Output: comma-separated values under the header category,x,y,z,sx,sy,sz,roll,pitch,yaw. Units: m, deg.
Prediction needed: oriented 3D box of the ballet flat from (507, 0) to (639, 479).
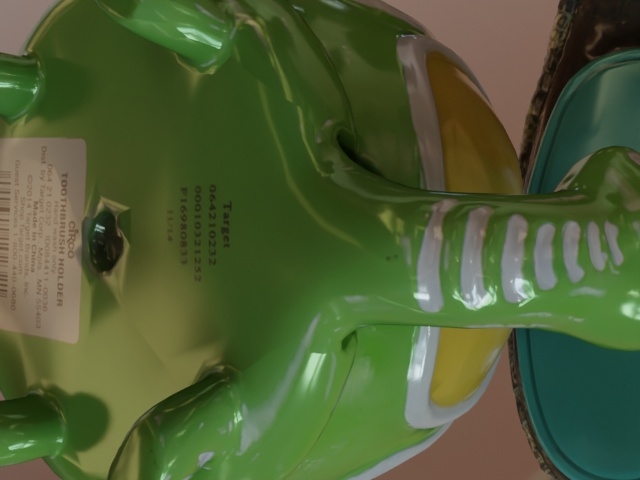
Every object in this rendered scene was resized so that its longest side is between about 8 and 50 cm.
category,x,y,z,sx,sy,sz,roll,pitch,yaw
ballet flat,0.194,-0.107,0.723,0.164,0.182,0.483,3,-92,21

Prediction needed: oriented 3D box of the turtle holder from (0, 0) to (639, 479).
category,x,y,z,sx,sy,sz,roll,pitch,yaw
turtle holder,-0.009,-0.014,0.599,0.320,0.227,0.243,-37,-117,41
